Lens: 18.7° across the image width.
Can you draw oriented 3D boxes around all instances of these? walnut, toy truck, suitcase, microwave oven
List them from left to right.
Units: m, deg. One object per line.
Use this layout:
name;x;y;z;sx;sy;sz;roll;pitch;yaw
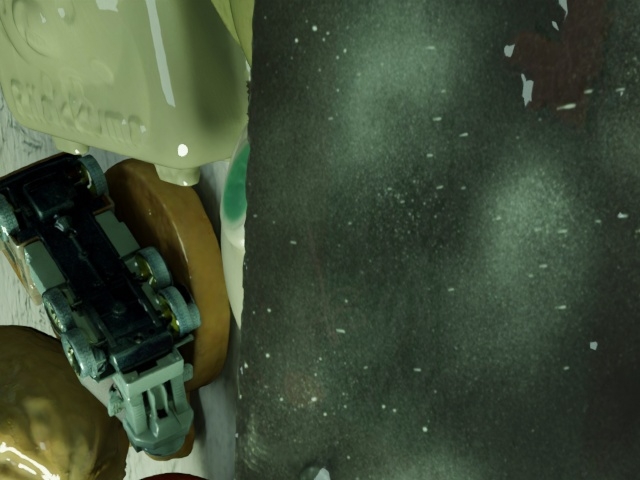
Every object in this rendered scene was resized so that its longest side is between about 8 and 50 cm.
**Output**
walnut;-0.279;0.178;1.769;0.245;0.198;0.198;38;132;44
toy truck;-0.188;0.056;1.640;0.257;0.108;0.140;53;158;31
suitcase;-0.142;-0.226;1.430;0.351;0.194;0.339;16;118;56
microwave oven;0.167;-0.011;0.737;0.236;0.374;0.432;25;118;47

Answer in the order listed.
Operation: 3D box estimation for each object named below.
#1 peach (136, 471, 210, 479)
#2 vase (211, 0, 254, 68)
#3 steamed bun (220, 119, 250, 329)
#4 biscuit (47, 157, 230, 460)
peach;-0.127;0.302;1.583;0.257;0.232;0.232;108;143;-60
vase;0.079;-0.112;1.074;0.329;0.241;0.302;57;169;-12
steamed bun;0.000;0.000;1.275;0.177;0.130;0.228;-98;0;-75
biscuit;-0.163;0.058;1.753;0.275;0.052;0.355;65;149;19
